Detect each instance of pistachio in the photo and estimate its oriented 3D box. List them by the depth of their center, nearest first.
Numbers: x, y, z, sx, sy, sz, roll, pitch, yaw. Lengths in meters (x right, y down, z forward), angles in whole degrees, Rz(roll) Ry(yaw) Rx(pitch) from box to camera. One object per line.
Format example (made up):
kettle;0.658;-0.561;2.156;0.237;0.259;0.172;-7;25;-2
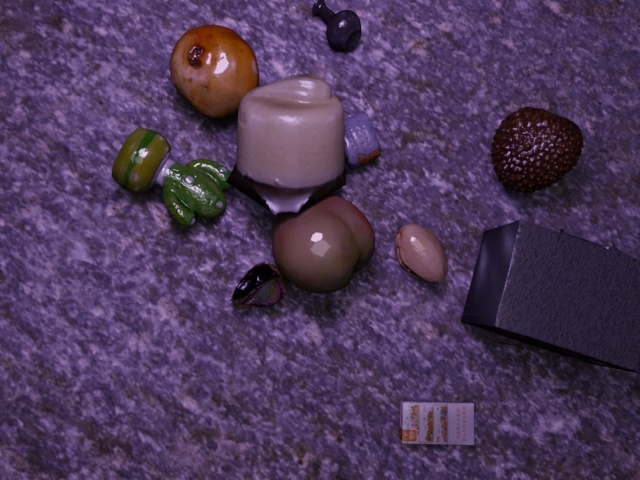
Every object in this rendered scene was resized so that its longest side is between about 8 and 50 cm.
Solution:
pistachio;0.311;0.036;1.408;0.145;0.117;0.200;-43;90;-14

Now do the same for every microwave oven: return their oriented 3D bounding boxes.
microwave oven;0.692;0.155;1.372;0.432;0.236;0.374;18;80;-4

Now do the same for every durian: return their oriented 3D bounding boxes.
durian;-0.164;0.140;1.370;0.186;0.119;0.108;-35;126;15

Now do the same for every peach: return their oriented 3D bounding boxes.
peach;0.001;0.000;1.312;0.292;0.247;0.292;3;70;-9

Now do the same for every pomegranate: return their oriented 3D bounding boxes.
pomegranate;-0.303;-0.480;1.344;0.264;0.264;0.264;1;83;-6

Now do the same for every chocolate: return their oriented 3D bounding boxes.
chocolate;-0.094;-0.289;1.265;0.326;0.297;0.314;-33;47;-27

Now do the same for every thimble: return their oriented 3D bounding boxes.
thimble;0.105;-0.300;1.425;0.118;0.127;0.151;-22;85;-6

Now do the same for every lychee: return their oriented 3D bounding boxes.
lychee;0.644;-0.268;1.422;0.267;0.267;0.267;1;83;-6

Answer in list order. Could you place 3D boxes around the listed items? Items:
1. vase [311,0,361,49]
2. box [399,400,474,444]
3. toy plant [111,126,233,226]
vase;0.046;-0.692;1.483;0.120;0.120;0.183;-38;73;-9
box;0.347;0.542;1.391;0.220;0.032;0.122;3;83;-6
toy plant;-0.413;-0.171;1.344;0.316;0.184;0.224;27;63;-12
